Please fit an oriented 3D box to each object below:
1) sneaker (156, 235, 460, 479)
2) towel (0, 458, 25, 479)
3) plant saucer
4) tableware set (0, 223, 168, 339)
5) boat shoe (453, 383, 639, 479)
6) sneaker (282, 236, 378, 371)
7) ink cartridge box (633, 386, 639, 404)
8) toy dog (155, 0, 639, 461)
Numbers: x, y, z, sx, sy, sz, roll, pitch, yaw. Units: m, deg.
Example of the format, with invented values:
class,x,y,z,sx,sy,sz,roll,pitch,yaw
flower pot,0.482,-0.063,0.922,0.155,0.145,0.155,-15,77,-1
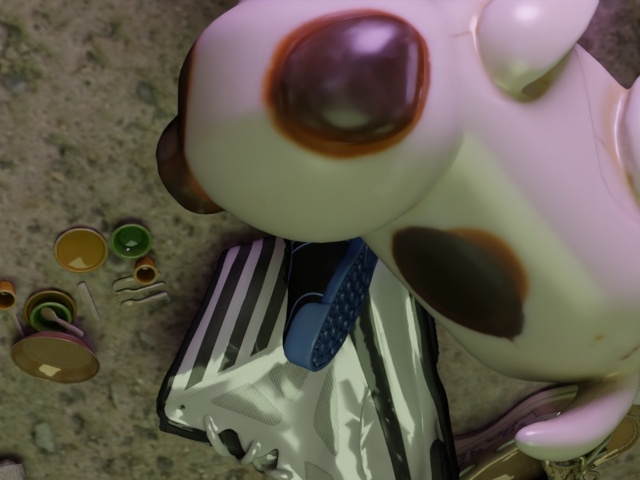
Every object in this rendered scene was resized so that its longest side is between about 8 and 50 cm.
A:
class,x,y,z,sx,sy,sz,roll,pitch,yaw
sneaker,-0.008,0.203,1.436,0.258,0.169,0.447,-7,98,8
towel,-0.349,0.275,1.495,0.148,0.110,0.027,-12,168,1
plant saucer,-0.242,0.105,1.433,0.083,0.015,0.083,4,145,3
tableware set,-0.218,0.039,1.404,0.154,0.024,0.104,-15,123,1
boat shoe,0.199,0.231,1.557,0.285,0.089,0.104,-25,123,7
sneaker,0.000,0.000,1.307,0.090,0.232,0.081,13,151,17
ink cartridge box,0.344,0.010,1.392,0.171,0.168,0.232,7,121,-14
toy dog,0.078,-0.061,1.150,0.408,0.284,0.395,23,72,-32
